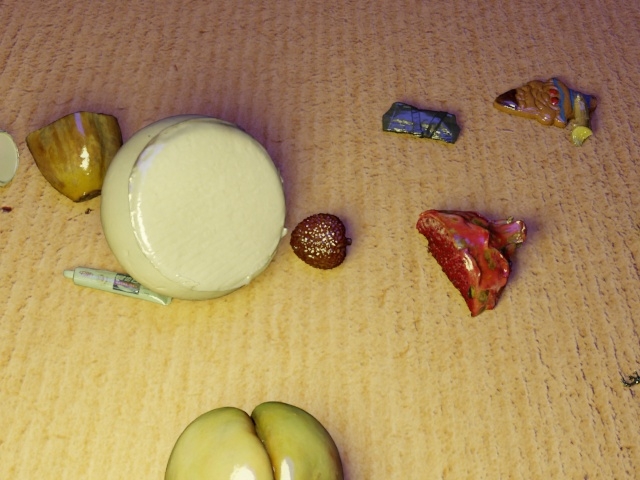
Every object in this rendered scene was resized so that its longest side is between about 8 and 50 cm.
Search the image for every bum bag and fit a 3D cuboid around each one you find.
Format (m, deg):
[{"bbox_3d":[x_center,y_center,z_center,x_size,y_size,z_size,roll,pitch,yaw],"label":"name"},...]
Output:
[{"bbox_3d":[0.251,-0.291,1.936,0.197,0.049,0.087,12,75,5],"label":"bum bag"}]

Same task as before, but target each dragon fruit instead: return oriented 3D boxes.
[{"bbox_3d":[0.342,0.000,1.652,0.211,0.134,0.262,-18,55,-21],"label":"dragon fruit"}]

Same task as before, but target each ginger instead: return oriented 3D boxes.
[{"bbox_3d":[0.662,-0.303,1.959,0.057,0.044,0.137,8,65,4],"label":"ginger"}]

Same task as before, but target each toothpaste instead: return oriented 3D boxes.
[{"bbox_3d":[-0.412,0.088,1.589,0.233,0.038,0.060,11,55,1],"label":"toothpaste"}]

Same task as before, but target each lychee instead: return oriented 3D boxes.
[{"bbox_3d":[0.000,0.003,1.638,0.129,0.123,0.123,-17,48,20],"label":"lychee"}]

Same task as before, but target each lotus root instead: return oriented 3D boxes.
[{"bbox_3d":[-0.528,-0.175,1.734,0.188,0.199,0.180,-24,84,22],"label":"lotus root"}]

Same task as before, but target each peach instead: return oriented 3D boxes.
[{"bbox_3d":[-0.100,0.394,1.234,0.292,0.247,0.292,17,39,-14],"label":"peach"}]

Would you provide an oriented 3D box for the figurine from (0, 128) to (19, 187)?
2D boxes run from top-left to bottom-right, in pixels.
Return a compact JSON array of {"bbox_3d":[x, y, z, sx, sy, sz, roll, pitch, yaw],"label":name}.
[{"bbox_3d":[-0.777,-0.183,1.739,0.153,0.132,0.132,1,50,12],"label":"figurine"}]

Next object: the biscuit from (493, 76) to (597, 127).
[{"bbox_3d":[0.590,-0.365,2.029,0.280,0.043,0.183,2,48,-7],"label":"biscuit"}]

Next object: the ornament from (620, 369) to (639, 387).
[{"bbox_3d":[0.640,0.297,1.501,0.125,0.028,0.073,25,53,13],"label":"ornament"}]

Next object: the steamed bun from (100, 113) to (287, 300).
[{"bbox_3d":[-0.265,-0.064,1.552,0.241,0.374,0.374,-2,34,51],"label":"steamed bun"}]
